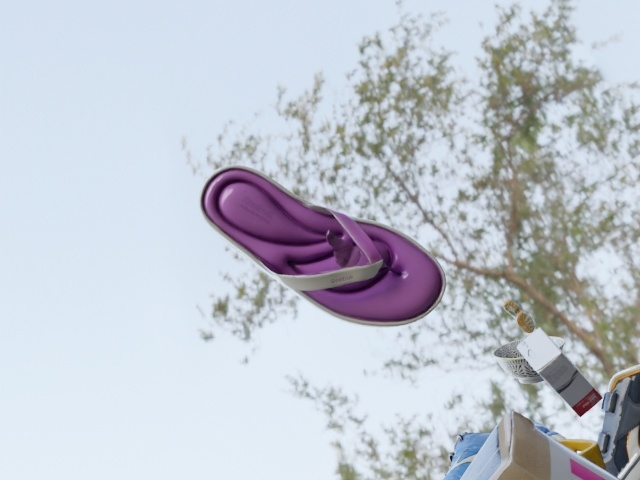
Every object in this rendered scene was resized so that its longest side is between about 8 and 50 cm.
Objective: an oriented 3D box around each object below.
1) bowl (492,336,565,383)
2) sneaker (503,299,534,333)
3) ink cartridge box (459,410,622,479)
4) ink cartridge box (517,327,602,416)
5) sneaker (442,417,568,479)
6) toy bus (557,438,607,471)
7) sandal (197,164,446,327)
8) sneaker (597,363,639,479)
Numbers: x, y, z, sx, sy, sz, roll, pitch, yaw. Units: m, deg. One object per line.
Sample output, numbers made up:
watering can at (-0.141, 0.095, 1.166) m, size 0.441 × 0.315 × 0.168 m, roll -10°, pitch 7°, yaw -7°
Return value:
bowl at (0.495, 0.287, 2.219) m, size 0.170 × 0.170 × 0.080 m, roll -12°, pitch -85°, yaw -2°
sneaker at (0.410, 0.153, 1.935) m, size 0.032 × 0.083 × 0.037 m, roll -41°, pitch -14°, yaw 14°
ink cartridge box at (0.181, 0.268, 0.663) m, size 0.234 × 0.088 × 0.193 m, roll 31°, pitch -74°, yaw 4°
ink cartridge box at (0.419, 0.230, 1.656) m, size 0.056 × 0.099 × 0.135 m, roll -42°, pitch -66°, yaw 7°
sneaker at (0.258, 0.411, 1.579) m, size 0.330 × 0.147 × 0.130 m, roll -30°, pitch -60°, yaw -13°
toy bus at (0.348, 0.364, 1.261) m, size 0.104 × 0.191 × 0.202 m, roll -19°, pitch -42°, yaw -31°
sandal at (-0.006, 0.014, 1.457) m, size 0.416 × 0.169 × 0.102 m, roll 23°, pitch -7°, yaw 3°
sneaker at (0.486, 0.284, 1.468) m, size 0.321 × 0.127 × 0.126 m, roll -53°, pitch -23°, yaw -2°
